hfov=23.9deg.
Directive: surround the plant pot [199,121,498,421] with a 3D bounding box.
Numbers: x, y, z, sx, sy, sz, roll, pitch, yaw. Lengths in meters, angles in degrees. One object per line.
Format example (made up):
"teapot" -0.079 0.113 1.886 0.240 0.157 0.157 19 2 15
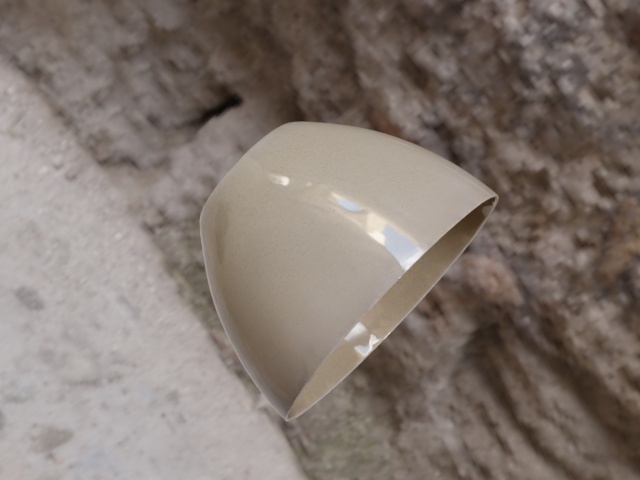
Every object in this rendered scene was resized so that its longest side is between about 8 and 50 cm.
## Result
"plant pot" 0.000 0.000 1.403 0.191 0.284 0.284 43 48 9
